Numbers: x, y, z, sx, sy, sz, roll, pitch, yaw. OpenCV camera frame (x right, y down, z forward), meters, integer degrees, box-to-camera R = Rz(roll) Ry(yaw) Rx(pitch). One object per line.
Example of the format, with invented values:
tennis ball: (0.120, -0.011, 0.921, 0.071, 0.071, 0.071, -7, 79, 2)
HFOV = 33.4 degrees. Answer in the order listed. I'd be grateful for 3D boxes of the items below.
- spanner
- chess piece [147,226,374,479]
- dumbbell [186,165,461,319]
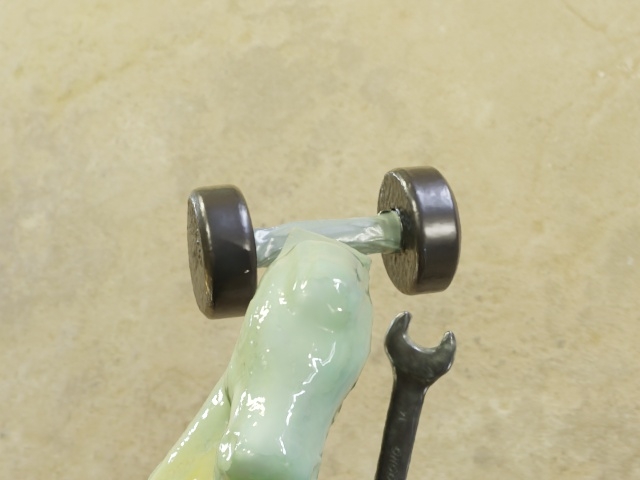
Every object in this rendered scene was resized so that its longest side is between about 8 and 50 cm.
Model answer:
spanner: (0.049, 0.177, 0.762, 0.054, 0.015, 0.254, 12, 95, 4)
chess piece: (-0.047, 0.141, 0.620, 0.176, 0.176, 0.298, 45, 122, 36)
dumbbell: (0.000, 0.000, 0.794, 0.100, 0.191, 0.100, 175, 90, -75)
